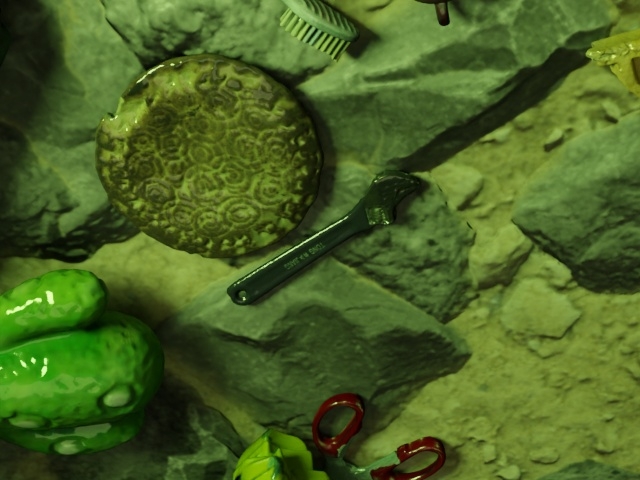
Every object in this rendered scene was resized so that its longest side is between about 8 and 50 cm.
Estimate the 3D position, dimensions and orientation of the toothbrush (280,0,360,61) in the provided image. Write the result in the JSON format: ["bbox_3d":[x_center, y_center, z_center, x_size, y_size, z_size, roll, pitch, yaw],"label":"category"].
[{"bbox_3d":[-0.138,-0.224,0.892,0.375,0.028,0.037,24,130,-17],"label":"toothbrush"}]

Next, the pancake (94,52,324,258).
[{"bbox_3d":[-0.092,-0.066,1.014,0.199,0.021,0.199,0,127,0],"label":"pancake"}]

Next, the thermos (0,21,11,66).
[{"bbox_3d":[-0.291,-0.122,0.947,0.073,0.083,0.188,9,127,-34],"label":"thermos"}]

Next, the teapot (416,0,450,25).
[{"bbox_3d":[0.084,-0.202,0.899,0.067,0.045,0.100,-9,125,8],"label":"teapot"}]

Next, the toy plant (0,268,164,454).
[{"bbox_3d":[-0.295,0.112,1.076,0.315,0.184,0.224,-1,133,-19],"label":"toy plant"}]

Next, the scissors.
[{"bbox_3d":[0.004,0.255,1.254,0.144,0.017,0.248,31,122,-20],"label":"scissors"}]

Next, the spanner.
[{"bbox_3d":[0.000,0.000,1.068,0.208,0.012,0.046,-32,120,22],"label":"spanner"}]

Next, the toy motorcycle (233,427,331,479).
[{"bbox_3d":[-0.132,0.305,1.219,0.342,0.142,0.206,-34,138,29],"label":"toy motorcycle"}]

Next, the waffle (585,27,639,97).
[{"bbox_3d":[0.294,-0.092,0.988,0.125,0.032,0.191,-17,123,10],"label":"waffle"}]
